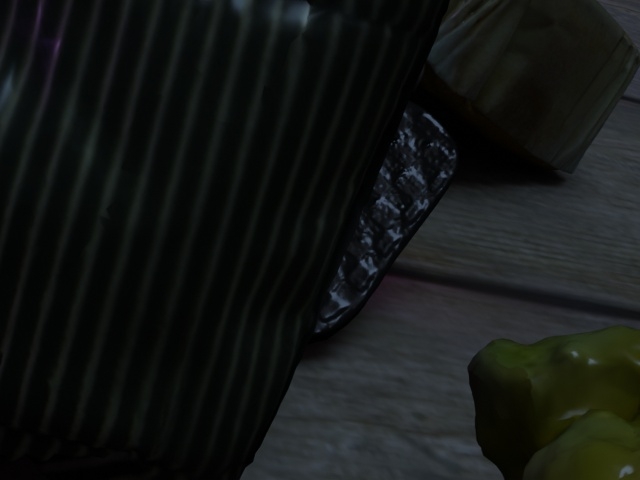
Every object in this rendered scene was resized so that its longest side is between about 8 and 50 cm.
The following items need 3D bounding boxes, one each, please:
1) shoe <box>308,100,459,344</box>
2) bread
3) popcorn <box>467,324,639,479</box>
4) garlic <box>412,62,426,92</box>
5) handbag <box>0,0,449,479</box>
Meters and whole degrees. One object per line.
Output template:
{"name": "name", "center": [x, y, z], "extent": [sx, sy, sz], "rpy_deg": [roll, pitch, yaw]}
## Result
{"name": "shoe", "center": [0.000, 0.000, 0.756], "extent": [0.071, 0.049, 0.179], "rpy_deg": [43, 46, 3]}
{"name": "bread", "center": [0.069, -0.135, 0.982], "extent": [0.192, 0.110, 0.210], "rpy_deg": [40, 6, 32]}
{"name": "popcorn", "center": [0.158, 0.109, 0.431], "extent": [0.212, 0.259, 0.259], "rpy_deg": [-25, 34, 0]}
{"name": "garlic", "center": [-0.052, -0.114, 0.828], "extent": [0.160, 0.214, 0.191], "rpy_deg": [-39, 85, -28]}
{"name": "handbag", "center": [-0.116, -0.063, 0.544], "extent": [0.240, 0.247, 0.341], "rpy_deg": [18, 11, -14]}
